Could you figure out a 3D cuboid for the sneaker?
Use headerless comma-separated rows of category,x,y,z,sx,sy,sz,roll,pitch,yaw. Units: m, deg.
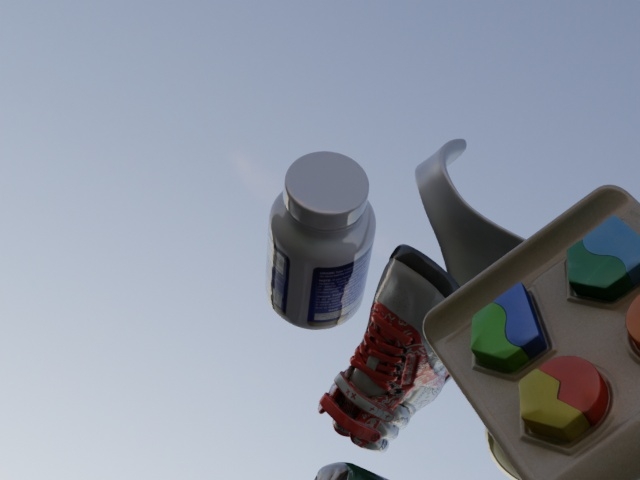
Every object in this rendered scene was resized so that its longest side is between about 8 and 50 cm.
sneaker,0.066,0.119,0.982,0.090,0.145,0.270,39,-18,22

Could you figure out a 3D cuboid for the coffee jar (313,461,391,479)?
coffee jar,0.080,0.274,0.958,0.184,0.079,0.096,27,-23,-17

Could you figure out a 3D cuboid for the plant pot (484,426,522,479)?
plant pot,0.240,0.195,1.011,0.134,0.134,0.095,40,-2,-7

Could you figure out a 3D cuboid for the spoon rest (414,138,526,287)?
spoon rest,0.170,0.021,1.021,0.137,0.084,0.276,-40,-114,29

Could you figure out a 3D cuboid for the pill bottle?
pill bottle,0.000,0.000,1.069,0.112,0.112,0.186,25,-36,13

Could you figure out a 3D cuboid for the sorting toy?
sorting toy,0.186,0.064,0.712,0.038,0.193,0.208,51,4,-41
